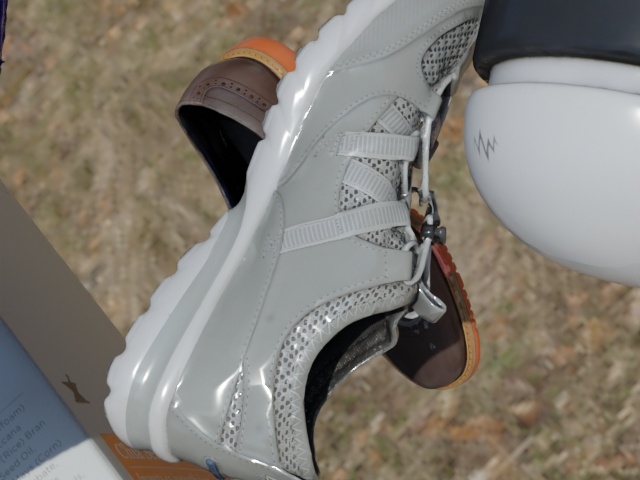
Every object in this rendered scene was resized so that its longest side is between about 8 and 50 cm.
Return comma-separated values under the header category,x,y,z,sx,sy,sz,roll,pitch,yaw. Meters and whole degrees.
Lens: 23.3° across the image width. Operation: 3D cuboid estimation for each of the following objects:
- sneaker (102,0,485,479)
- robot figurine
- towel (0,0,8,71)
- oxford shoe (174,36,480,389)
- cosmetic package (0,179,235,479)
category,x,y,z,sx,sy,sz,roll,pitch,yaw
sneaker,0.019,-0.003,0.736,0.281,0.115,0.105,-60,-18,-11
robot figurine,0.167,-0.115,0.705,0.173,0.209,0.278,12,84,26
towel,-0.234,-0.003,0.795,0.227,0.076,0.308,-36,43,36
oxford shoe,0.000,0.000,1.015,0.097,0.271,0.098,-35,5,40
cosmetic package,-0.224,0.132,1.121,0.161,0.453,0.230,-43,-18,6
